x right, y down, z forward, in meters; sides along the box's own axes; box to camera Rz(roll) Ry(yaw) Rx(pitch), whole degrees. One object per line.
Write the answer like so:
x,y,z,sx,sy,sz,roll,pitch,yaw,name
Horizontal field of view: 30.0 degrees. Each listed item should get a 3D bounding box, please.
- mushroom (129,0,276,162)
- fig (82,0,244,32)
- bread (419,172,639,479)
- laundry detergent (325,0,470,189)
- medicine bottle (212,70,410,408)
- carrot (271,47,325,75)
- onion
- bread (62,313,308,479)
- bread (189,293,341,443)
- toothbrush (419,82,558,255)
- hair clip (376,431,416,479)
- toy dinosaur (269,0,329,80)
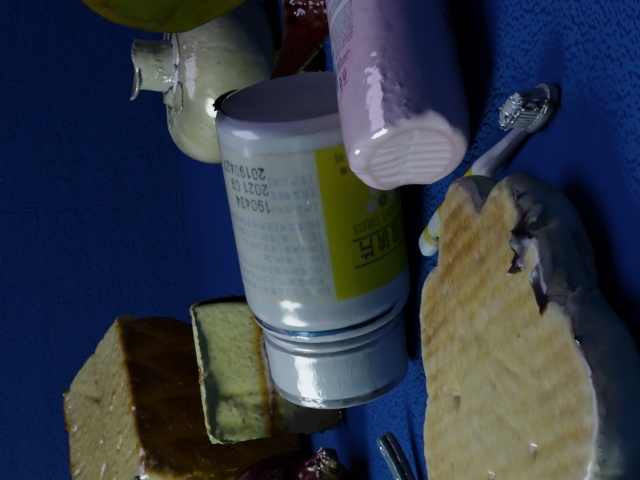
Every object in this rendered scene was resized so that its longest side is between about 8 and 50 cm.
-0.156,-0.228,1.599,0.246,0.202,0.246,-179,90,-70,mushroom
-0.159,-0.403,1.271,0.343,0.343,0.343,175,90,-79,fig
0.118,0.113,0.697,0.316,0.054,0.316,175,90,-78,bread
0.042,-0.212,0.860,0.159,0.087,0.335,92,172,-73,laundry detergent
0.000,0.000,0.993,0.143,0.143,0.258,-118,19,-64,medicine bottle
-0.034,-0.110,1.365,0.070,0.070,0.260,-106,16,-45,carrot
-0.022,0.287,1.279,0.159,0.159,0.195,-105,33,-41,onion
-0.184,0.276,1.630,0.207,0.279,0.279,-53,34,32,bread
-0.077,0.146,1.446,0.264,0.163,0.168,159,105,-79,bread
0.100,-0.038,0.797,0.288,0.024,0.021,116,146,-70,toothbrush
0.078,0.270,1.009,0.039,0.070,0.229,95,173,-56,hair clip
-0.062,-0.299,1.079,0.113,0.206,0.327,-42,-29,-48,toy dinosaur
